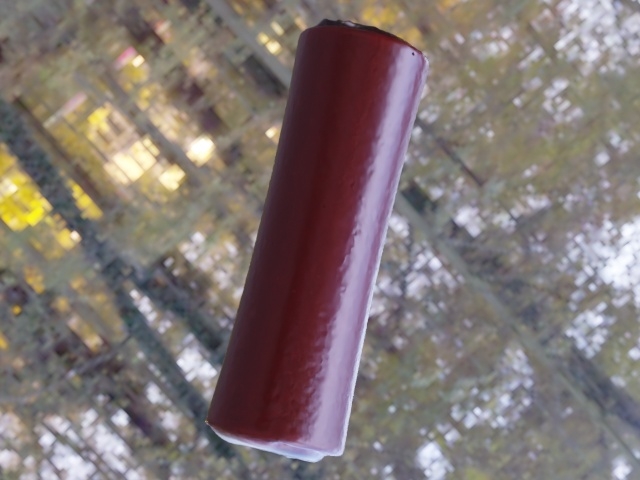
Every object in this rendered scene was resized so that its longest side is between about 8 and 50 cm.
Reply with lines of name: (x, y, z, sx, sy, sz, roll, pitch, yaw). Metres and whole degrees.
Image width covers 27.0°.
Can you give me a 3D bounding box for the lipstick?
lipstick: (0.000, 0.000, 0.742, 0.080, 0.080, 0.241, 169, -63, -70)
